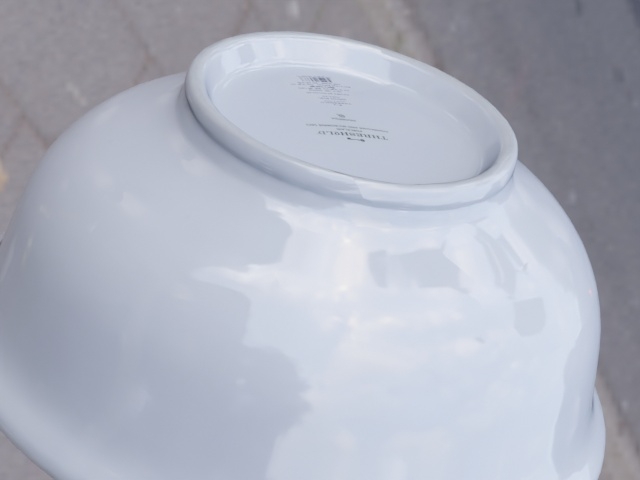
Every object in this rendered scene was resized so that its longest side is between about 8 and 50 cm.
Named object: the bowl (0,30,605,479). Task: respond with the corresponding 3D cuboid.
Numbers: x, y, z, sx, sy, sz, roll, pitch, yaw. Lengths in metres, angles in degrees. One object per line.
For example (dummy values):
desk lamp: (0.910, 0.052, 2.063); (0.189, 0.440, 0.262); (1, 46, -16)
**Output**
bowl: (0.000, 0.000, 0.760); (0.298, 0.298, 0.134); (-31, 143, -54)
